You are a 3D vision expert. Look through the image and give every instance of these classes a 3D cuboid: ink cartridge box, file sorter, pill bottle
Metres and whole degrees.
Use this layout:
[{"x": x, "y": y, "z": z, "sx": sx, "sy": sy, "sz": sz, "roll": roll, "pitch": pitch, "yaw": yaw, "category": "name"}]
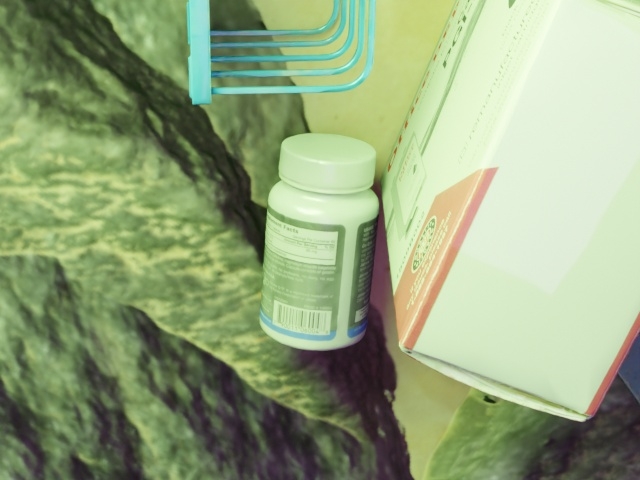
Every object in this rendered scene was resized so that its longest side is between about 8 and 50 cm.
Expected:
[{"x": 0.126, "y": -0.058, "z": 0.709, "sx": 0.117, "sy": 0.283, "sz": 0.207, "roll": 20, "pitch": 109, "yaw": -7, "category": "ink cartridge box"}, {"x": -0.030, "y": -0.162, "z": 0.719, "sx": 0.104, "sy": 0.170, "sz": 0.118, "roll": -2, "pitch": 112, "yaw": -5, "category": "file sorter"}, {"x": 0.000, "y": 0.000, "z": 0.833, "sx": 0.078, "sy": 0.078, "sz": 0.137, "roll": 4, "pitch": 111, "yaw": -5, "category": "pill bottle"}]

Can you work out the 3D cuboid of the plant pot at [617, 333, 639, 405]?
[{"x": 0.307, "y": 0.043, "z": 0.731, "sx": 0.252, "sy": 0.248, "sz": 0.247, "roll": -38, "pitch": 68, "yaw": 11, "category": "plant pot"}]
